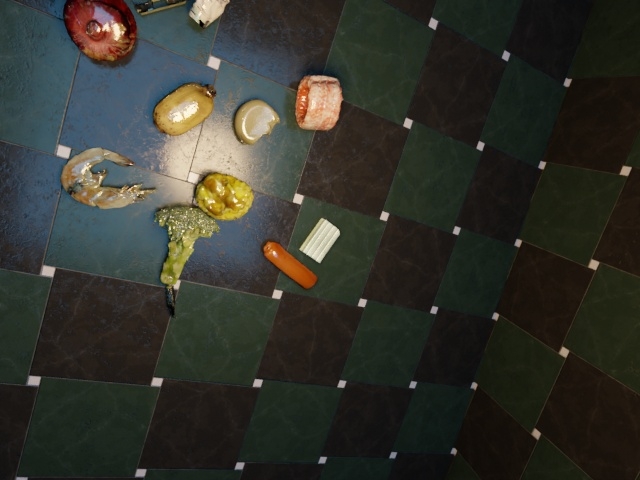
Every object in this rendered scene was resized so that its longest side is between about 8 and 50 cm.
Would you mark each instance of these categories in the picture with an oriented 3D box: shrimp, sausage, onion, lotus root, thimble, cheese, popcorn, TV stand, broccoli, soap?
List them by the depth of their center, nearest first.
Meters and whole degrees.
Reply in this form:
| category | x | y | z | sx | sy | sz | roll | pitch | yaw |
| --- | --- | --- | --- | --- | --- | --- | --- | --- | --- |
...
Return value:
| category | x | y | z | sx | sy | sz | roll | pitch | yaw |
| --- | --- | --- | --- | --- | --- | --- | --- | --- | --- |
| onion | -0.803 | -0.784 | 1.497 | 0.247 | 0.190 | 0.246 | -9 | 123 | -14 |
| TV stand | -0.605 | -0.945 | 1.617 | 0.250 | 0.036 | 0.042 | -24 | 109 | -15 |
| shrimp | -0.857 | -0.247 | 1.676 | 0.361 | 0.085 | 0.246 | 7 | 94 | -19 |
| lotus root | -0.553 | -0.546 | 1.680 | 0.284 | 0.146 | 0.160 | -36 | 133 | -2 |
| popcorn | -0.411 | -0.186 | 1.768 | 0.237 | 0.252 | 0.205 | 33 | 84 | -29 |
| broccoli | -0.628 | 0.013 | 1.778 | 0.361 | 0.221 | 0.252 | -53 | 140 | 3 |
| cheese | -0.296 | -0.519 | 1.815 | 0.175 | 0.091 | 0.202 | 37 | 90 | -25 |
| thimble | -0.008 | -0.617 | 1.832 | 0.163 | 0.239 | 0.238 | 1 | 102 | -21 |
| sausage | -0.144 | 0.133 | 2.033 | 0.348 | 0.094 | 0.097 | 42 | 90 | -25 |
| soap | 0.000 | 0.000 | 2.071 | 0.119 | 0.066 | 0.198 | 36 | 88 | -26 |

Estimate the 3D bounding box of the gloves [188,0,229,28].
| category | x | y | z | sx | sy | sz | roll | pitch | yaw |
| --- | --- | --- | --- | --- | --- | --- | --- | --- | --- |
| gloves | -0.430 | -0.958 | 1.634 | 0.212 | 0.111 | 0.128 | -49 | 135 | 9 |

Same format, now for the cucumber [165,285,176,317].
| category | x | y | z | sx | sy | sz | roll | pitch | yaw |
| --- | --- | --- | --- | --- | --- | --- | --- | --- | --- |
| cucumber | -0.691 | 0.287 | 1.891 | 0.039 | 0.043 | 0.163 | 4 | 102 | 16 |
